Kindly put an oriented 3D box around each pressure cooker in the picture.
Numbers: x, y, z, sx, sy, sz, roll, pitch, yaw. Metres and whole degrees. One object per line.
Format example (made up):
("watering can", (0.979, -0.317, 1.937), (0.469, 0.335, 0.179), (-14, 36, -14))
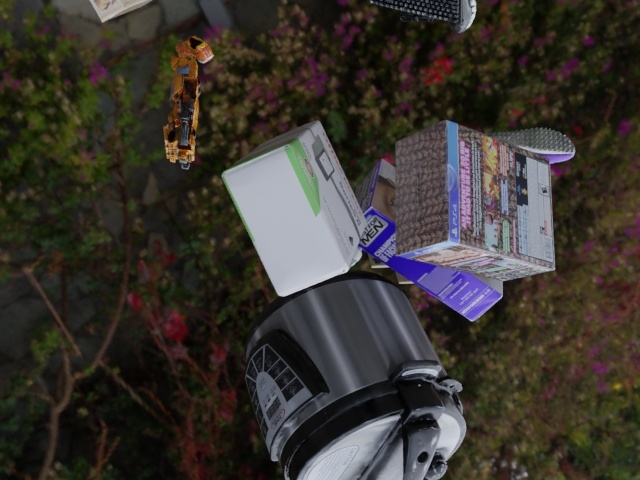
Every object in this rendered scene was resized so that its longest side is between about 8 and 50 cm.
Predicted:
("pressure cooker", (0.075, 0.311, 1.625), (0.375, 0.370, 0.420), (-27, -128, 3))

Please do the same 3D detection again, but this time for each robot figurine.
("robot figurine", (-0.369, -0.338, 2.275), (0.085, 0.291, 0.211), (4, 157, -5))

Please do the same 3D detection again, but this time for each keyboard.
("keyboard", (0.168, -0.423, 1.521), (0.180, 0.108, 0.023), (20, -112, 19))

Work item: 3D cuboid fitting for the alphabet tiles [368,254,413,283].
("alphabet tiles", (0.281, 0.002, 2.162), (0.342, 0.011, 0.285), (-2, -136, -10))

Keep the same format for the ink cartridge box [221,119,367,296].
("ink cartridge box", (-0.030, -0.060, 1.297), (0.115, 0.198, 0.273), (-22, -169, 14))

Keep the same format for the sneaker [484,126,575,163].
("sneaker", (0.550, -0.223, 2.352), (0.293, 0.146, 0.102), (0, -137, 14))

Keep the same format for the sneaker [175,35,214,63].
("sneaker", (-0.352, -0.541, 2.356), (0.064, 0.067, 0.175), (-41, -143, -21))

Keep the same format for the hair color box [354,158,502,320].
("hair color box", (0.223, -0.002, 1.777), (0.110, 0.339, 0.185), (-49, -165, 36))

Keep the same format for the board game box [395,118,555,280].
("board game box", (0.295, -0.066, 1.620), (0.291, 0.232, 0.141), (14, 159, -34))

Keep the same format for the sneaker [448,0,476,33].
("sneaker", (0.283, -0.529, 1.841), (0.106, 0.078, 0.234), (-33, 155, -15))

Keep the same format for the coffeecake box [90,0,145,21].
("coffeecake box", (-0.407, -0.531, 1.630), (0.068, 0.185, 0.142), (-20, -163, 30))

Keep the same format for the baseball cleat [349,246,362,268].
("baseball cleat", (0.000, 0.000, 2.020), (0.206, 0.072, 0.109), (37, -105, 30))
